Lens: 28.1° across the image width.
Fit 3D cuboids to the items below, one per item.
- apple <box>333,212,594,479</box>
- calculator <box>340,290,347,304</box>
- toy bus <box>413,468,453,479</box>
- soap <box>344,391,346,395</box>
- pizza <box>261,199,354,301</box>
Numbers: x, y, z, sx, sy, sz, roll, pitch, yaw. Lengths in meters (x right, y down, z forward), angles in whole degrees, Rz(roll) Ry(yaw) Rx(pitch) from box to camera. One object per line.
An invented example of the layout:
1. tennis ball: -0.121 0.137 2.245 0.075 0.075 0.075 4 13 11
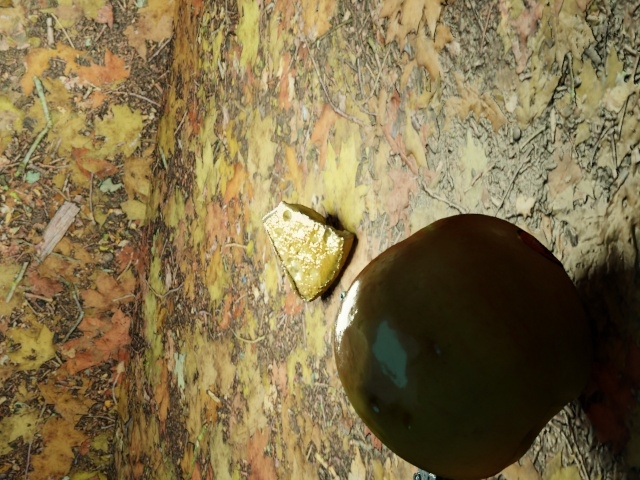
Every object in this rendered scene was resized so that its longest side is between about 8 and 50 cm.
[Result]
1. apple: 0.194 0.143 1.667 0.305 0.338 0.338 52 138 29
2. calculator: 0.057 0.161 2.339 0.094 0.019 0.141 172 97 -66
3. toy bus: 0.184 0.347 2.013 0.065 0.047 0.166 27 115 58
4. soap: 0.130 0.192 2.095 0.261 0.094 0.150 172 104 -67
5. pizza: -0.007 -0.004 2.431 0.204 0.080 0.188 -40 76 47
